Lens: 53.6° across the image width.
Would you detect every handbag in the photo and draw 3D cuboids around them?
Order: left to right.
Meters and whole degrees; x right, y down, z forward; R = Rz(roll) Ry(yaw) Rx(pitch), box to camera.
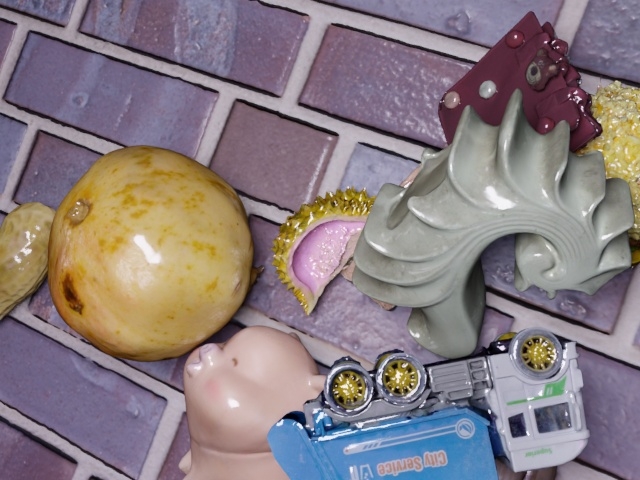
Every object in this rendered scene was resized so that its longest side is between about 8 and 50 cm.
[{"bbox_3d":[0.265,-0.177,0.883,0.216,0.074,0.203,-45,45,46],"label":"handbag"}]

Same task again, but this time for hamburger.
[{"bbox_3d":[0.419,-0.096,0.873,0.261,0.138,0.243,37,95,18],"label":"hamburger"}]

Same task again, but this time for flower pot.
[{"bbox_3d":[0.197,0.000,0.827,0.254,0.165,0.367,38,133,-12],"label":"flower pot"}]

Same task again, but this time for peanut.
[{"bbox_3d":[-0.594,0.053,1.174,0.305,0.147,0.147,-37,75,9],"label":"peanut"}]

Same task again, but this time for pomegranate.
[{"bbox_3d":[-0.239,0.028,0.985,0.342,0.342,0.343,-2,83,17],"label":"pomegranate"}]

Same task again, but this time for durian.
[{"bbox_3d":[-0.001,0.001,1.005,0.132,0.165,0.182,34,126,-5],"label":"durian"}]

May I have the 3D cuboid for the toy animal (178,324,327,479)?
[{"bbox_3d":[-0.085,0.284,0.933,0.269,0.237,0.326,-39,112,-11],"label":"toy animal"}]

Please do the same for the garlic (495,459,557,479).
[{"bbox_3d":[0.220,0.287,0.880,0.214,0.160,0.191,6,86,18],"label":"garlic"}]

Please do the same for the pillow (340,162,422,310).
[{"bbox_3d":[0.133,-0.007,1.005,0.126,0.043,0.232,43,100,22],"label":"pillow"}]

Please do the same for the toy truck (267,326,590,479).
[{"bbox_3d":[0.125,0.210,0.756,0.367,0.146,0.175,-12,81,2],"label":"toy truck"}]
